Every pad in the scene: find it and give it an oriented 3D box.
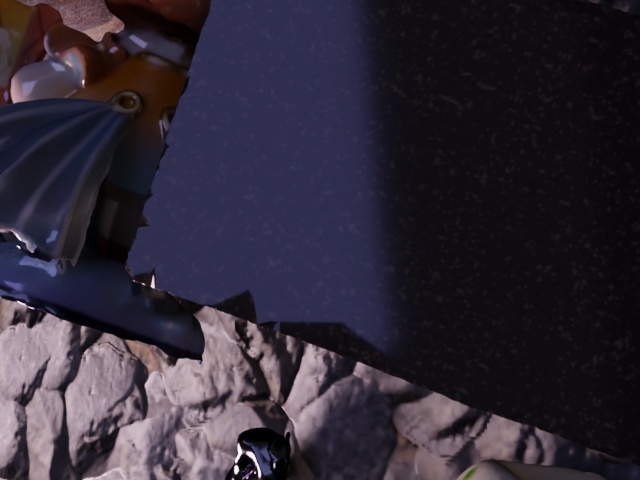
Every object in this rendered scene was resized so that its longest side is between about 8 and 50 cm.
[{"bbox_3d":[0.074,-0.030,0.610,0.330,0.004,0.220,20,93,12],"label":"pad"}]

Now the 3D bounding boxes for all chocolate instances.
[{"bbox_3d":[-0.041,0.195,0.743,0.072,0.070,0.147,-9,63,51],"label":"chocolate"}]

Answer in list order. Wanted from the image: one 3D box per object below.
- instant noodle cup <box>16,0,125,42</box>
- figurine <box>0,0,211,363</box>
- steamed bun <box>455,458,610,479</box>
[{"bbox_3d":[-0.207,-0.247,0.896,0.217,0.207,0.217,-11,73,40],"label":"instant noodle cup"},{"bbox_3d":[-0.096,-0.133,0.741,0.388,0.277,0.248,-68,18,-6],"label":"figurine"},{"bbox_3d":[0.099,0.194,0.576,0.183,0.106,0.182,-14,69,41],"label":"steamed bun"}]
